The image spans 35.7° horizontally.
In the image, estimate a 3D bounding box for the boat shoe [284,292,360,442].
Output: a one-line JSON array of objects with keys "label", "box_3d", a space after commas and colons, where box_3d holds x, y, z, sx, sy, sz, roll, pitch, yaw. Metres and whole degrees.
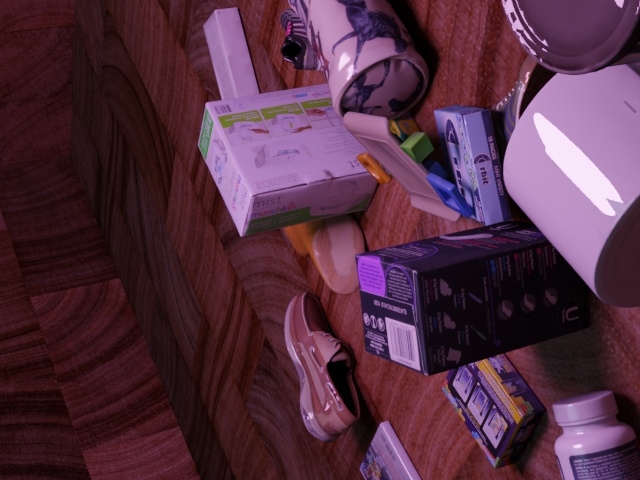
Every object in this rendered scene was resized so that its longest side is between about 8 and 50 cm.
[{"label": "boat shoe", "box_3d": [0.015, 0.249, 2.049, 0.116, 0.123, 0.324, -30, 60, 29]}]

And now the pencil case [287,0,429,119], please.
[{"label": "pencil case", "box_3d": [0.030, -0.377, 1.648, 0.183, 0.160, 0.410, 98, 150, -59]}]

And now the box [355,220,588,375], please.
[{"label": "box", "box_3d": [0.205, 0.070, 1.349, 0.165, 0.270, 0.143, 15, 115, 63]}]

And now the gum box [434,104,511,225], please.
[{"label": "gum box", "box_3d": [0.216, -0.113, 1.430, 0.184, 0.041, 0.157, -125, 22, -78]}]

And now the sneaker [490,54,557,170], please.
[{"label": "sneaker", "box_3d": [0.265, -0.177, 1.352, 0.086, 0.064, 0.192, 42, 141, 44]}]

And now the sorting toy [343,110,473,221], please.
[{"label": "sorting toy", "box_3d": [0.131, -0.123, 1.518, 0.196, 0.047, 0.348, 48, 173, -20]}]

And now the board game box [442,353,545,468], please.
[{"label": "board game box", "box_3d": [0.269, 0.249, 1.565, 0.170, 0.048, 0.141, 58, 147, 37]}]

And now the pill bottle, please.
[{"label": "pill bottle", "box_3d": [0.369, 0.294, 1.304, 0.108, 0.108, 0.180, -24, 80, 65]}]

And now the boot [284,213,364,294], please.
[{"label": "boot", "box_3d": [-0.001, -0.001, 1.977, 0.211, 0.104, 0.295, 121, 137, -63]}]

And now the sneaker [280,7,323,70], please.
[{"label": "sneaker", "box_3d": [-0.048, -0.386, 1.906, 0.170, 0.075, 0.063, 62, 151, 31]}]

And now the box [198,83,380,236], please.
[{"label": "box", "box_3d": [-0.058, -0.153, 1.815, 0.231, 0.262, 0.126, 62, 152, 28]}]

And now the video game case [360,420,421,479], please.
[{"label": "video game case", "box_3d": [0.150, 0.486, 1.956, 0.201, 0.023, 0.183, 59, 149, 33]}]

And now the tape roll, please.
[{"label": "tape roll", "box_3d": [0.339, -0.072, 1.036, 0.169, 0.246, 0.246, 57, 148, 37]}]

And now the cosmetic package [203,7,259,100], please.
[{"label": "cosmetic package", "box_3d": [-0.196, -0.392, 2.232, 0.099, 0.060, 0.239, -23, 80, 67]}]

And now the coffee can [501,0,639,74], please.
[{"label": "coffee can", "box_3d": [0.332, -0.270, 0.918, 0.201, 0.275, 0.201, 38, 134, 54]}]

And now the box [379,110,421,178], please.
[{"label": "box", "box_3d": [0.117, -0.187, 1.690, 0.179, 0.043, 0.105, 62, 151, 27]}]
